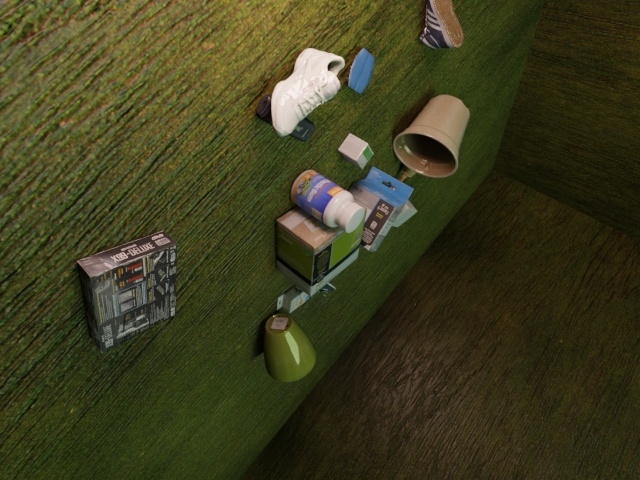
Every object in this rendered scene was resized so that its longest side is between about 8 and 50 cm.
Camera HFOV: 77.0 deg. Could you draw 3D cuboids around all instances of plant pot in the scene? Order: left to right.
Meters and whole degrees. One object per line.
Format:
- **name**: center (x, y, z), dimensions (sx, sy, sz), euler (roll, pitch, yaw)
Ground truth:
- **plant pot**: center (-0.182, 0.517, 2.050), dimensions (0.275, 0.275, 0.293), euler (-38, 134, -31)
- **plant pot**: center (0.579, -0.533, 1.997), dimensions (0.305, 0.334, 0.333), euler (-59, 156, -16)

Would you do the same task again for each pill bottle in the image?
- **pill bottle**: center (0.030, -0.145, 1.534), dimensions (0.152, 0.272, 0.152), euler (-40, 151, -28)

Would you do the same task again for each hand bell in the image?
- **hand bell**: center (0.457, -0.342, 2.251), dimensions (0.242, 0.126, 0.126), euler (-53, 157, 24)

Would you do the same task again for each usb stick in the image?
- **usb stick**: center (-0.104, -0.382, 1.279), dimensions (0.077, 0.045, 0.278), euler (-61, 154, 11)

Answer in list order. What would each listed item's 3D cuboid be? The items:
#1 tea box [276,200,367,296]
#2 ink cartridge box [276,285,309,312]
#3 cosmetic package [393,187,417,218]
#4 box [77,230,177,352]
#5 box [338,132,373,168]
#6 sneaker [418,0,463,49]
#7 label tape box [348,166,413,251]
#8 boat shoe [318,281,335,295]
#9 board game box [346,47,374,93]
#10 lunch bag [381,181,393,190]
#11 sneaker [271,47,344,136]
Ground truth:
- **tea box**: center (0.000, 0.000, 1.724), dimensions (0.329, 0.220, 0.323), euler (-36, 150, -34)
- **ink cartridge box**: center (-0.133, 0.294, 2.038), dimensions (0.181, 0.062, 0.104), euler (-32, 146, -38)
- **cosmetic package**: center (0.419, -0.182, 2.253), dimensions (0.151, 0.151, 0.184), euler (-40, 160, 20)
- **box**: center (-0.536, 0.147, 1.152), dimensions (0.243, 0.077, 0.307), euler (-28, 144, -43)
- **box**: center (0.147, -0.367, 1.661), dimensions (0.087, 0.102, 0.101), euler (-54, 156, 3)
- **sneaker**: center (0.440, -0.877, 1.570), dimensions (0.099, 0.153, 0.282), euler (-45, 123, -13)
- **label tape box**: center (0.235, -0.157, 1.898), dimensions (0.347, 0.249, 0.115), euler (-60, 154, 11)
- **boat shoe**: center (0.006, 0.243, 2.177), dimensions (0.079, 0.095, 0.254), euler (-56, 153, -1)
- **board game box**: center (0.135, -0.606, 1.433), dimensions (0.169, 0.033, 0.133), euler (-11, 126, -62)
- **lunch bag**: center (0.303, -0.183, 2.065), dimensions (0.176, 0.090, 0.219), euler (-45, 148, -17)
- **sneaker**: center (-0.037, -0.429, 1.156), dimensions (0.304, 0.152, 0.114), euler (-64, 153, -14)
